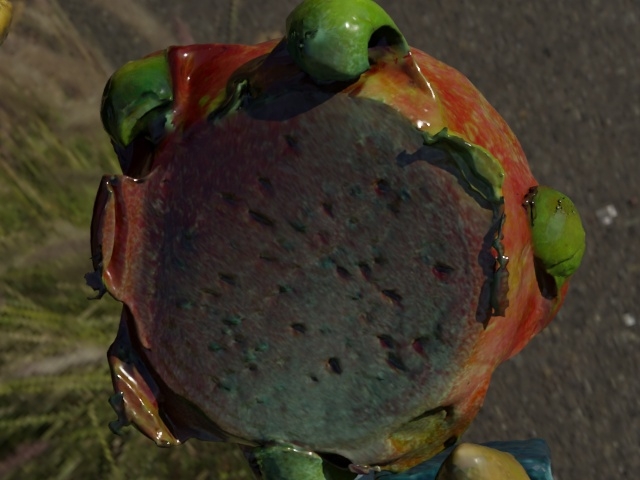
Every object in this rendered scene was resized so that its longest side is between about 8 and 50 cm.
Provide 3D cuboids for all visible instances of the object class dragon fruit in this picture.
[{"bbox_3d":[0.000,0.000,0.843,0.268,0.295,0.130,21,26,10],"label":"dragon fruit"}]

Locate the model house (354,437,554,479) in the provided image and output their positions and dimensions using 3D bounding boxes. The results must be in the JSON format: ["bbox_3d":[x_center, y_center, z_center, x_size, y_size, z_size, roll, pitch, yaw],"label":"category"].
[{"bbox_3d":[0.078,0.208,0.939,0.184,0.291,0.253,-4,45,8],"label":"model house"}]

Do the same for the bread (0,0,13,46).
[{"bbox_3d":[-0.236,-0.092,0.898,0.128,0.069,0.140,-64,17,-17],"label":"bread"}]
